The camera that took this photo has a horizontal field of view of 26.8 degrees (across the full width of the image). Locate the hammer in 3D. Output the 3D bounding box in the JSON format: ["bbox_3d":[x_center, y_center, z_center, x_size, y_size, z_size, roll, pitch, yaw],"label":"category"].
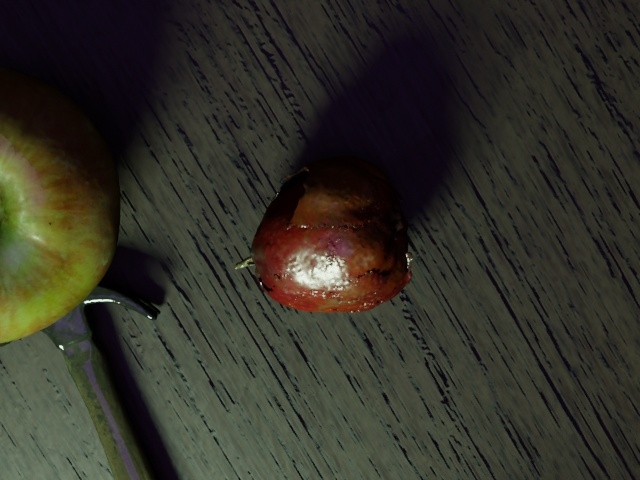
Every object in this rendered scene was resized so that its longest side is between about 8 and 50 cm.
[{"bbox_3d":[-0.181,0.247,1.331,0.168,0.044,0.440,-20,96,5],"label":"hammer"}]

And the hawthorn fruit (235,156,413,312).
[{"bbox_3d":[0.000,0.000,1.251,0.172,0.148,0.148,-15,97,20],"label":"hawthorn fruit"}]

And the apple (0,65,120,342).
[{"bbox_3d":[-0.311,-0.035,1.211,0.264,0.264,0.264,0,97,1],"label":"apple"}]
